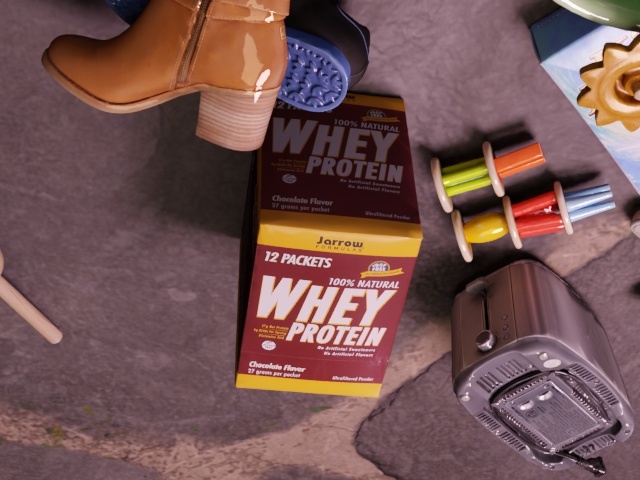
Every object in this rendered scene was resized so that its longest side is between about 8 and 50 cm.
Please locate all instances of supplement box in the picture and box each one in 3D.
[{"bbox_3d":[0.000,0.000,0.993,0.129,0.191,0.194,5,132,-7],"label":"supplement box"}]

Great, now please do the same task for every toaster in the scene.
[{"bbox_3d":[0.224,0.125,1.146,0.129,0.146,0.227,-34,125,27],"label":"toaster"}]

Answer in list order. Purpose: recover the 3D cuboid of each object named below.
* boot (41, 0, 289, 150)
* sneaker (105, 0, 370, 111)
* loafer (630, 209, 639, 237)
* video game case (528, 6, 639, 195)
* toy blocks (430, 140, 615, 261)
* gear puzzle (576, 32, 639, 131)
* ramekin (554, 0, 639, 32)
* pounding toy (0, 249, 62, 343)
[{"bbox_3d":[-0.111,-0.166,0.840,0.197,0.073,0.152,18,119,11],"label":"boot"},{"bbox_3d":[-0.068,-0.185,0.904,0.232,0.090,0.081,30,129,0],"label":"sneaker"},{"bbox_3d":[0.357,-0.008,1.107,0.125,0.039,0.045,22,162,-17],"label":"loafer"},{"bbox_3d":[0.354,-0.152,0.951,0.269,0.061,0.244,-30,126,24],"label":"video game case"},{"bbox_3d":[0.189,-0.047,1.048,0.148,0.054,0.123,-16,132,13],"label":"toy blocks"},{"bbox_3d":[0.307,-0.182,0.735,0.175,0.044,0.339,27,129,-26],"label":"gear puzzle"},{"bbox_3d":[0.246,-0.303,0.747,0.303,0.148,0.303,-1,133,-1],"label":"ramekin"},{"bbox_3d":[-0.405,0.100,1.131,0.237,0.110,0.183,-13,132,11],"label":"pounding toy"}]
